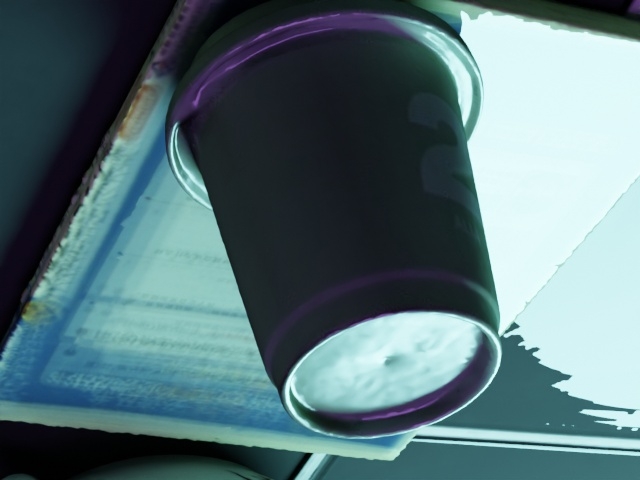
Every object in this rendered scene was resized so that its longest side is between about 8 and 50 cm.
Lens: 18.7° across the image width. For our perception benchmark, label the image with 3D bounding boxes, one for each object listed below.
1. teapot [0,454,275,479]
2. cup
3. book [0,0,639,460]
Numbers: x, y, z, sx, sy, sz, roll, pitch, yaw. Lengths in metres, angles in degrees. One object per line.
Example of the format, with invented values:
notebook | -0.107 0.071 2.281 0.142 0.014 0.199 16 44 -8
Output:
teapot | -0.093 0.198 0.985 0.208 0.166 0.299 -19 156 33
cup | 0.008 -0.008 0.690 0.120 0.141 0.120 -6 143 -5
book | 0.000 0.000 0.836 0.228 0.018 0.322 9 141 -24
